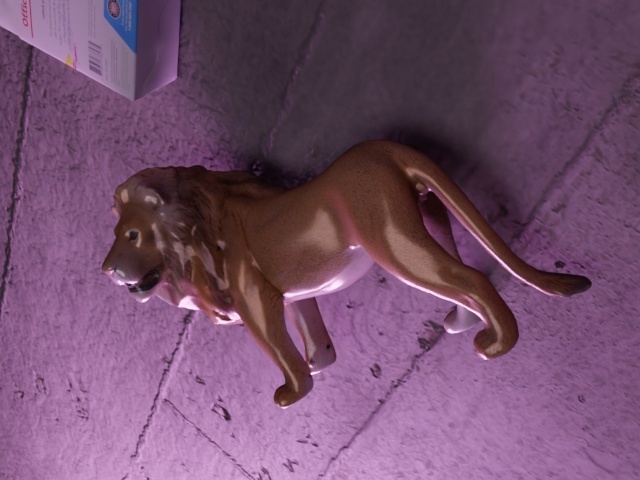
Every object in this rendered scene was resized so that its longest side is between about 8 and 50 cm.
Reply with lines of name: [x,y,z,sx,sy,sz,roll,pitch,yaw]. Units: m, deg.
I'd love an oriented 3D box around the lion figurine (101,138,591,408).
lion figurine: [0.000,0.000,0.745,0.392,0.142,0.240,-22,97,31]

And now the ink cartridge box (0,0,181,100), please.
ink cartridge box: [-0.213,-0.214,0.792,0.181,0.061,0.104,30,134,18]
